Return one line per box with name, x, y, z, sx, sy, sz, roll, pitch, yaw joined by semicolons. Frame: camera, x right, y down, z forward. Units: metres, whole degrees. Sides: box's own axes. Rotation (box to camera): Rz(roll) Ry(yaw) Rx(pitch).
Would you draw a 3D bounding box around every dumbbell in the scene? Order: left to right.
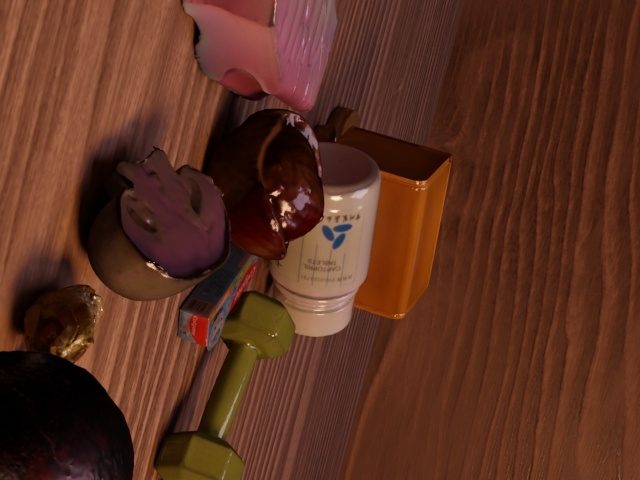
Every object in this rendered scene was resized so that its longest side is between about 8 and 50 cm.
dumbbell;-0.132;0.217;1.653;0.108;0.121;0.301;40;58;-32

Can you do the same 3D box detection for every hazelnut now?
hazelnut;-0.064;-0.076;1.502;0.201;0.161;0.170;-58;162;-23

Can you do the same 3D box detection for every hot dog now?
hot dog;-0.243;0.077;1.077;0.078;0.061;0.169;-44;-170;0

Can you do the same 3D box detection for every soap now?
soap;-0.065;-0.273;1.387;0.324;0.109;0.192;10;94;-78

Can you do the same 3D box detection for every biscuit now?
biscuit;0.012;-0.101;2.116;0.355;0.052;0.275;-59;160;-53

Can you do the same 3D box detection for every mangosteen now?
mangosteen;-0.239;0.188;0.846;0.216;0.216;0.216;14;90;-79

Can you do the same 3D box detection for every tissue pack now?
tissue pack;0.095;-0.030;2.007;0.145;0.195;0.274;-42;145;-54

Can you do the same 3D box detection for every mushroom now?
mushroom;-0.175;-0.003;1.187;0.117;0.141;0.188;-43;176;23

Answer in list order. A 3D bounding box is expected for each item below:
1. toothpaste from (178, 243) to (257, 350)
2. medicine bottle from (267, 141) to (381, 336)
toothpaste;-0.141;0.077;1.615;0.193;0.044;0.070;-59;161;-55
medicine bottle;0.000;0.000;1.879;0.170;0.170;0.292;-60;160;-53
